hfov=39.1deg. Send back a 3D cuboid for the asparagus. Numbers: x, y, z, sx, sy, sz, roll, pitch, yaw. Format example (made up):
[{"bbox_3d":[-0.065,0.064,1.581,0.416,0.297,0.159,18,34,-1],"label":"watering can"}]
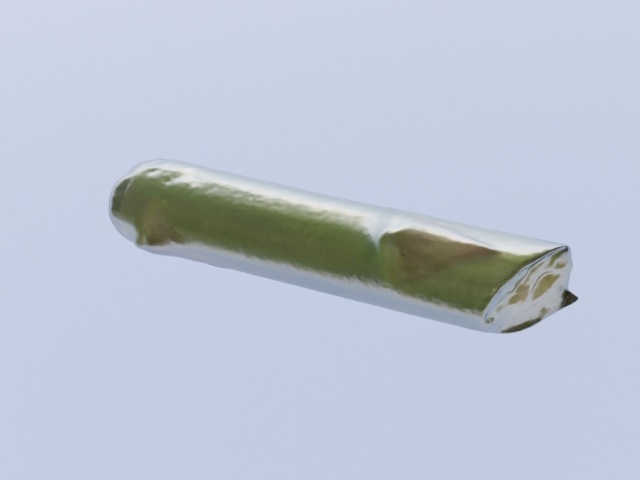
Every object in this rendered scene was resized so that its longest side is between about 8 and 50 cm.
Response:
[{"bbox_3d":[0.000,0.002,0.507,0.278,0.067,0.060,13,-91,30],"label":"asparagus"}]
